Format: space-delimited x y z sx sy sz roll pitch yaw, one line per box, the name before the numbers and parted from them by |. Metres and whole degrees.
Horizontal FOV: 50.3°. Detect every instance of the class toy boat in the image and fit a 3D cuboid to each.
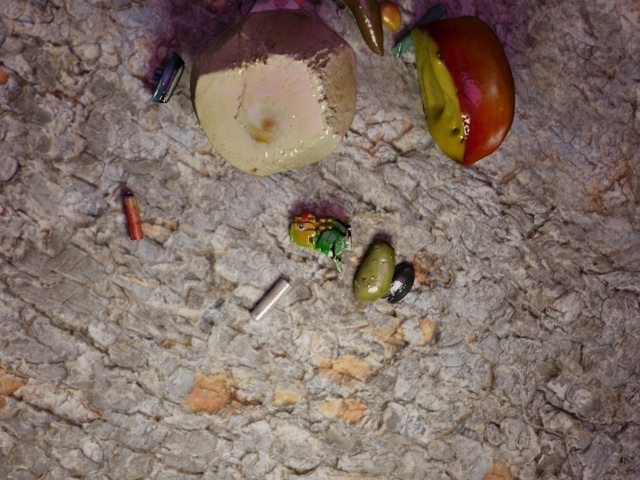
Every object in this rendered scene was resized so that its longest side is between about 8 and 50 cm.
toy boat | -0.389 -0.410 1.710 0.061 0.060 0.137 28 98 4

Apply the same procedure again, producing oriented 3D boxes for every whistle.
whistle | 0.271 -0.580 1.884 0.186 0.039 0.039 -45 110 -5

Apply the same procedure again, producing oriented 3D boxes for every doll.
doll | 0.004 -0.008 1.885 0.186 0.106 0.134 26 107 -3

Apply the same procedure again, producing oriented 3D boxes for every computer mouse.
computer mouse | 0.234 0.130 2.014 0.079 0.047 0.135 38 91 -19

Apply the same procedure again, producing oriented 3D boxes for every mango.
mango | 0.188 -0.609 1.851 0.060 0.046 0.089 -40 122 -4

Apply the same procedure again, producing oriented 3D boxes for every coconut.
coconut | -0.093 -0.368 1.660 0.405 0.404 0.404 -3 102 -16

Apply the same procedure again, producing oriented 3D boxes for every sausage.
sausage | -0.485 -0.065 1.763 0.034 0.034 0.129 -9 104 -15

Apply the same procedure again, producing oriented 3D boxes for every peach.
peach | 0.398 -0.404 1.819 0.243 0.306 0.380 -13 109 -8

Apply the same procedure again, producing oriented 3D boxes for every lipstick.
lipstick | -0.139 0.169 1.912 0.040 0.040 0.141 43 88 -20

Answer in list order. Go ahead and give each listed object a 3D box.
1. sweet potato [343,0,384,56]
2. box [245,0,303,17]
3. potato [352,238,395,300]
sweet potato | 0.075 -0.635 1.787 0.346 0.079 0.108 37 78 -24
box | -0.110 -0.612 1.760 0.100 0.048 0.152 34 88 -22
potato | 0.160 0.089 1.966 0.105 0.085 0.188 17 93 3
